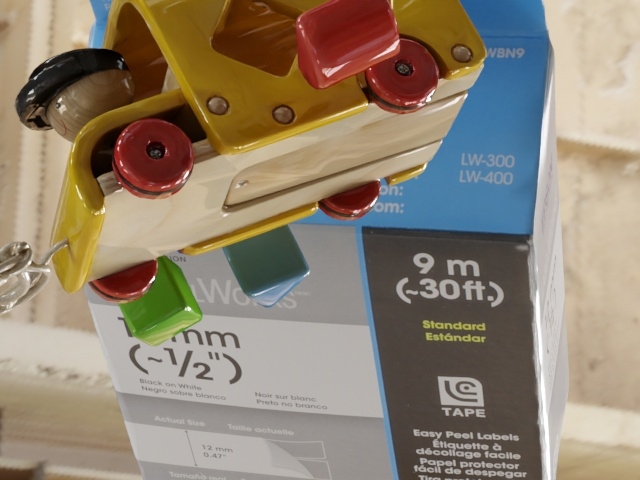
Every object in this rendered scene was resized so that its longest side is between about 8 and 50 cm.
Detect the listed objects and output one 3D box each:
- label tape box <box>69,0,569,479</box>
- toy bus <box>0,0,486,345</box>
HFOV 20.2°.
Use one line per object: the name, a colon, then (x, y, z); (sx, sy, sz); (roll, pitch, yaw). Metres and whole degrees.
label tape box: (0.000, 0.000, 0.967); (0.249, 0.347, 0.115); (3, -133, 14)
toy bus: (-0.043, -0.055, 0.674); (0.202, 0.191, 0.104); (13, -134, -62)
